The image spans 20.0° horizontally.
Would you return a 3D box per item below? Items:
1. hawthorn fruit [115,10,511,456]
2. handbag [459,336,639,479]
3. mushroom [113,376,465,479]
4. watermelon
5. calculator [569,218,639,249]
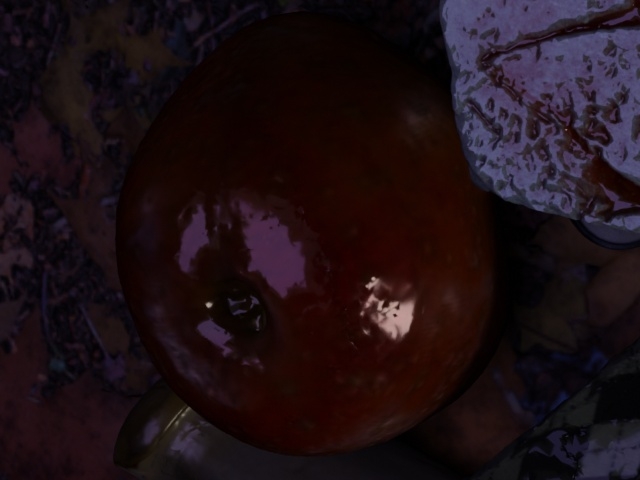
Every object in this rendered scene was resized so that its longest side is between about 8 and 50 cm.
[{"bbox_3d":[0.000,0.000,1.180,0.284,0.284,0.284,6,102,28],"label":"hawthorn fruit"},{"bbox_3d":[0.305,0.217,1.084,0.316,0.180,0.416,-39,76,20],"label":"handbag"},{"bbox_3d":[0.045,0.214,1.262,0.407,0.137,0.154,35,127,12],"label":"mushroom"},{"bbox_3d":[0.159,-0.094,1.016,0.201,0.261,0.213,-11,101,-10],"label":"watermelon"},{"bbox_3d":[0.231,-0.105,1.150,0.268,0.040,0.177,-33,82,30],"label":"calculator"}]
